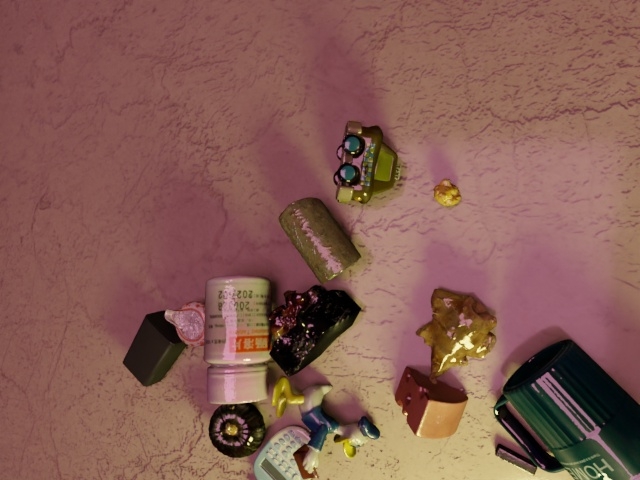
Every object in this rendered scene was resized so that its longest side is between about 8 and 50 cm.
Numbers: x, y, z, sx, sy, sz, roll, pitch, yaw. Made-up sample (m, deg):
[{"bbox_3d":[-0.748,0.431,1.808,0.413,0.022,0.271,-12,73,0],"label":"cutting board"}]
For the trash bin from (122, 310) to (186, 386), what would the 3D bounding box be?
[{"bbox_3d":[-0.616,0.406,1.658,0.165,0.115,0.225,38,105,17],"label":"trash bin"}]

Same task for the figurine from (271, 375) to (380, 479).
[{"bbox_3d":[0.014,0.589,1.370,0.339,0.204,0.283,6,64,8],"label":"figurine"}]

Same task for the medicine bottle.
[{"bbox_3d":[-0.267,0.315,1.438,0.220,0.219,0.387,-6,76,21],"label":"medicine bottle"}]

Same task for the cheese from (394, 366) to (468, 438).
[{"bbox_3d":[0.305,0.469,1.262,0.203,0.177,0.128,23,97,20],"label":"cheese"}]

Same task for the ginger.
[{"bbox_3d":[0.383,0.282,1.272,0.219,0.123,0.269,17,104,24],"label":"ginger"}]

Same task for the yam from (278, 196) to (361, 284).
[{"bbox_3d":[0.000,0.000,1.405,0.161,0.161,0.268,-40,74,15],"label":"yam"}]

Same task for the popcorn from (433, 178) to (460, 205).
[{"bbox_3d":[0.367,-0.137,1.318,0.084,0.084,0.084,-1,88,21],"label":"popcorn"}]

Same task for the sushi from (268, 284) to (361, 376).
[{"bbox_3d":[-0.044,0.255,1.406,0.212,0.216,0.227,46,124,21],"label":"sushi"}]

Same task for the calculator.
[{"bbox_3d":[-0.123,0.761,1.491,0.188,0.042,0.302,39,101,17],"label":"calculator"}]

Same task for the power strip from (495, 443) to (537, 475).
[{"bbox_3d":[0.547,0.612,1.240,0.111,0.038,0.029,23,95,19],"label":"power strip"}]

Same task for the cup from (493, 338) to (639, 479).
[{"bbox_3d":[0.639,0.437,1.132,0.242,0.308,0.292,-35,74,-17],"label":"cup"}]

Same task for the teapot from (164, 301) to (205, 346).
[{"bbox_3d":[-0.434,0.303,1.588,0.246,0.116,0.159,14,81,23],"label":"teapot"}]

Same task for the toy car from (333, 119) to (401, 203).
[{"bbox_3d":[0.148,-0.231,1.360,0.199,0.204,0.247,7,93,-2],"label":"toy car"}]

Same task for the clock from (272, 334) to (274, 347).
[{"bbox_3d":[-0.144,0.334,1.523,0.085,0.017,0.085,-1,88,21],"label":"clock"}]

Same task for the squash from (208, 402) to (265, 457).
[{"bbox_3d":[-0.283,0.637,1.499,0.194,0.156,0.193,0,92,-3],"label":"squash"}]
